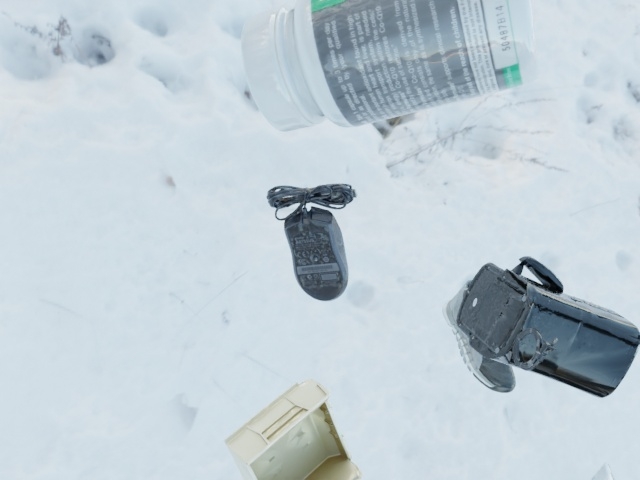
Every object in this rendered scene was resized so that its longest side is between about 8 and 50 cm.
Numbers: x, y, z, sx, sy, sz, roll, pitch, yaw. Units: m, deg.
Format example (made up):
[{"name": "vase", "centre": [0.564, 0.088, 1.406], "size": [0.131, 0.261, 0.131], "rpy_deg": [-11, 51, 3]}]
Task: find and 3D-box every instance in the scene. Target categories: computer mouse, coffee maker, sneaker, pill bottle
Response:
[{"name": "computer mouse", "centre": [0.000, 0.000, 1.219], "size": [0.072, 0.188, 0.272], "rpy_deg": [-60, 144, -62]}, {"name": "coffee maker", "centre": [0.277, 0.120, 0.676], "size": [0.178, 0.120, 0.171], "rpy_deg": [20, 33, -17]}, {"name": "sneaker", "centre": [0.323, 0.170, 1.099], "size": [0.086, 0.132, 0.229], "rpy_deg": [0, 44, -28]}, {"name": "pill bottle", "centre": [0.090, -0.268, 0.762], "size": [0.204, 0.361, 0.204], "rpy_deg": [-10, 90, -68]}]

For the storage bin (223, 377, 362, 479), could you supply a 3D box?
[{"name": "storage bin", "centre": [-0.051, 0.504, 1.320], "size": [0.260, 0.123, 0.262], "rpy_deg": [-33, 116, -28]}]

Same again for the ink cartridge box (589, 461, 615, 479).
[{"name": "ink cartridge box", "centre": [0.360, 0.400, 0.729], "size": [0.198, 0.067, 0.115], "rpy_deg": [-38, 114, -26]}]
